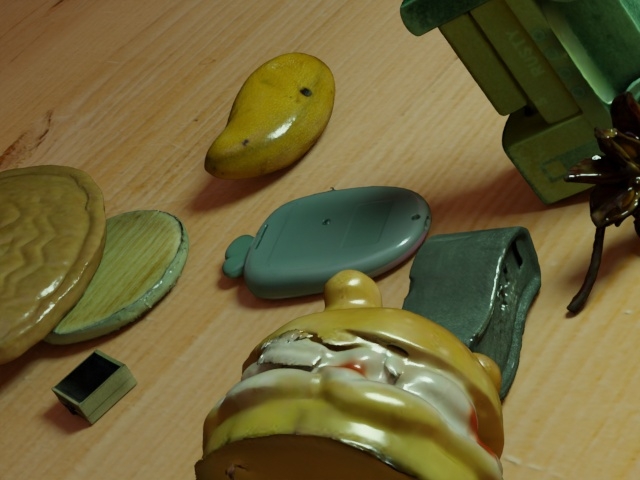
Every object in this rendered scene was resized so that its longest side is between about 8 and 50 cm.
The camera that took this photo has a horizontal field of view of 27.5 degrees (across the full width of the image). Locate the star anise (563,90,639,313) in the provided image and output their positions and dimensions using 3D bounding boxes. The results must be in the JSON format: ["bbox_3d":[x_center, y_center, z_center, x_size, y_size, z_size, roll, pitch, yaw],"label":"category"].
[{"bbox_3d":[0.314,-0.057,1.367,0.234,0.177,0.073,-38,24,-14],"label":"star anise"}]

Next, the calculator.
[{"bbox_3d":[0.000,0.000,1.664,0.299,0.041,0.185,-8,37,28],"label":"calculator"}]

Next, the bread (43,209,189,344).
[{"bbox_3d":[-0.298,0.052,1.829,0.267,0.040,0.267,-20,33,14],"label":"bread"}]

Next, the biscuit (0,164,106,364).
[{"bbox_3d":[-0.482,0.024,1.833,0.365,0.062,0.385,-3,42,12],"label":"biscuit"}]

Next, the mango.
[{"bbox_3d":[-0.068,-0.172,1.909,0.157,0.109,0.262,10,53,33],"label":"mango"}]

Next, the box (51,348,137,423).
[{"bbox_3d":[-0.284,0.183,1.635,0.083,0.035,0.079,-43,34,-23],"label":"box"}]

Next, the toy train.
[{"bbox_3d":[0.269,-0.224,1.459,0.253,0.397,0.160,-24,28,33],"label":"toy train"}]

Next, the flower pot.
[{"bbox_3d":[0.153,0.077,1.374,0.108,0.103,0.229,-7,37,31],"label":"flower pot"}]

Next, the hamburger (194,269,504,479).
[{"bbox_3d":[0.038,0.170,1.185,0.276,0.276,0.236,-8,41,31],"label":"hamburger"}]
